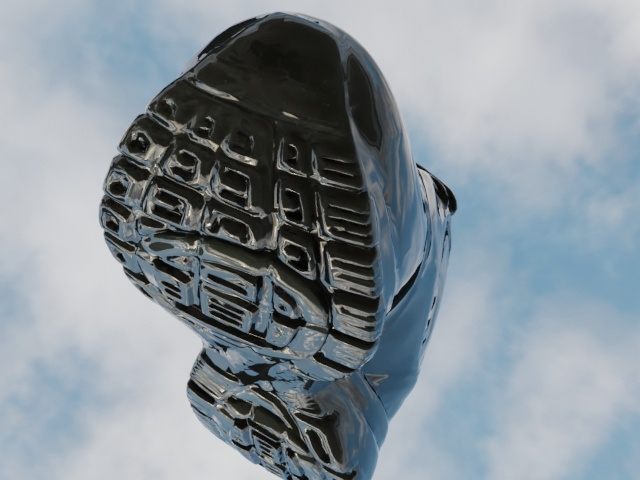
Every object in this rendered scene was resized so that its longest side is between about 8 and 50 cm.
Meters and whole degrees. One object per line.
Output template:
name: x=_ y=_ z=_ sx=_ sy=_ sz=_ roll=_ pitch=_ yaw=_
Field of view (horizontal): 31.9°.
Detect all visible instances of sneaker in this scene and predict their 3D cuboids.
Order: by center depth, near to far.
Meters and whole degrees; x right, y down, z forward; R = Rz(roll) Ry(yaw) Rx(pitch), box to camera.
sneaker: x=0.000 y=0.000 z=0.438 sx=0.109 sy=0.286 sz=0.130 roll=27 pitch=-115 yaw=14
